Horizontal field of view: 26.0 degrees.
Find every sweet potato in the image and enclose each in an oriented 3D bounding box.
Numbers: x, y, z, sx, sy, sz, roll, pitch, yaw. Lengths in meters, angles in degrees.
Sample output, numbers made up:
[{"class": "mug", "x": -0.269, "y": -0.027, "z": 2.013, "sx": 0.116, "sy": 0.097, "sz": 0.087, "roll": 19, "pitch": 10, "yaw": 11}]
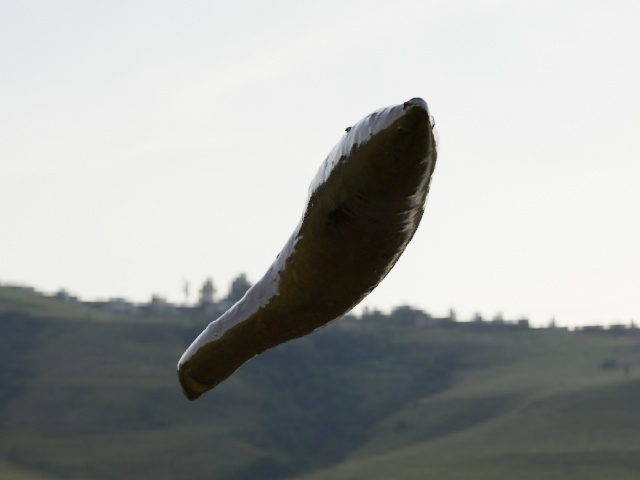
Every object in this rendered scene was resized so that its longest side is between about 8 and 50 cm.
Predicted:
[{"class": "sweet potato", "x": 0.004, "y": 0.001, "z": 0.933, "sx": 0.108, "sy": 0.079, "sz": 0.346, "roll": -13, "pitch": -27, "yaw": -40}]
